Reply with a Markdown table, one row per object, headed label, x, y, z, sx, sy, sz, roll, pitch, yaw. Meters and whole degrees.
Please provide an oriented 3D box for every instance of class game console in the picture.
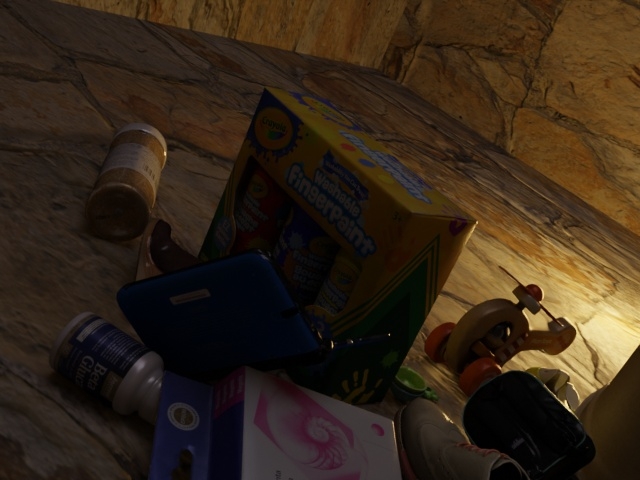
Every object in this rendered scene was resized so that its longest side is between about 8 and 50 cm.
| label | x | y | z | sx | sy | sz | roll | pitch | yaw |
| --- | --- | --- | --- | --- | --- | --- | --- | --- | --- |
| game console | -0.095 | 0.106 | 1.211 | 0.250 | 0.293 | 0.173 | 61 | 37 | -18 |

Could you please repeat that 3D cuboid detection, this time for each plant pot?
| label | x | y | z | sx | sy | sz | roll | pitch | yaw |
| --- | --- | --- | --- | --- | --- | --- | --- | --- | --- |
| plant pot | 0.602 | 0.279 | 1.383 | 0.334 | 0.305 | 0.334 | 1 | 45 | -1 |

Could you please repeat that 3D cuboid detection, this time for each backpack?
| label | x | y | z | sx | sy | sz | roll | pitch | yaw |
| --- | --- | --- | --- | --- | --- | --- | --- | --- | --- |
| backpack | 0.324 | 0.311 | 1.359 | 0.188 | 0.166 | 0.144 | 51 | 0 | 40 |

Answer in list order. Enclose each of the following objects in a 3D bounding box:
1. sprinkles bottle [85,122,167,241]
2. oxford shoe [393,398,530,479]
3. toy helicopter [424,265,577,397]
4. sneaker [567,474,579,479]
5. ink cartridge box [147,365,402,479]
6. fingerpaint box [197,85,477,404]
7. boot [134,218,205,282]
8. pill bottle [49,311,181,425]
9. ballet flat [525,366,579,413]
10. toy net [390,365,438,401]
| label | x | y | z | sx | sy | sz | roll | pitch | yaw |
| --- | --- | --- | --- | --- | --- | --- | --- | --- | --- |
| sprinkles bottle | -0.378 | -0.125 | 1.687 | 0.121 | 0.121 | 0.355 | 19 | 23 | -13 |
| oxford shoe | 0.231 | 0.344 | 1.223 | 0.140 | 0.146 | 0.397 | 11 | 25 | -29 |
| toy helicopter | 0.389 | 0.171 | 1.662 | 0.355 | 0.235 | 0.140 | 5 | 29 | -40 |
| sneaker | 0.390 | 0.374 | 1.451 | 0.170 | 0.051 | 0.089 | 33 | 28 | 29 |
| ink cartridge box | -0.043 | 0.306 | 1.031 | 0.330 | 0.071 | 0.324 | 24 | 32 | -20 |
| fingerpaint box | 0.000 | 0.000 | 1.469 | 0.163 | 0.371 | 0.445 | 5 | 30 | -41 |
| boot | -0.211 | 0.064 | 1.451 | 0.207 | 0.090 | 0.248 | 9 | 38 | -10 |
| pill bottle | -0.273 | 0.176 | 1.153 | 0.169 | 0.094 | 0.094 | 30 | 22 | 13 |
| ballet flat | 0.463 | 0.298 | 1.663 | 0.077 | 0.077 | 0.231 | 20 | 22 | -9 |
| toy net | 0.114 | 0.210 | 1.543 | 0.122 | 0.045 | 0.232 | -1 | 33 | -47 |
